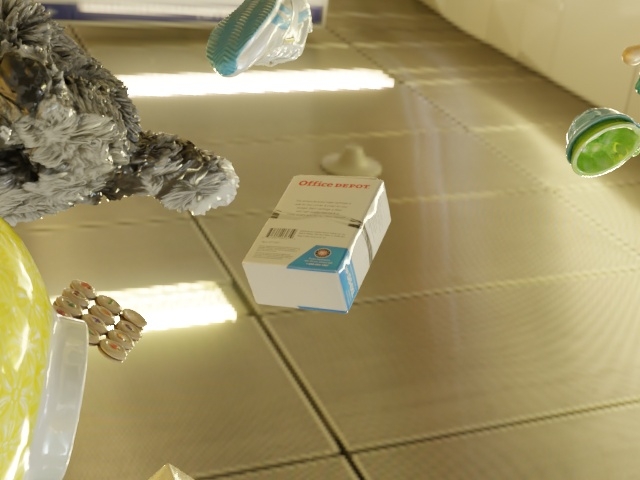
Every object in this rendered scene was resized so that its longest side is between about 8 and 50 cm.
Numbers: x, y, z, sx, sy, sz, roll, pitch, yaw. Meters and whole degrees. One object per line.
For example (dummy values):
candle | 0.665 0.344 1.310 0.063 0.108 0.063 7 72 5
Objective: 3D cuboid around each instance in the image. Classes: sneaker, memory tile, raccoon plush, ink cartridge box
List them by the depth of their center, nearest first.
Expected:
raccoon plush | -0.314 -0.176 1.131 0.446 0.216 0.299 26 -143 -61
memory tile | -0.270 0.095 1.251 0.113 0.012 0.148 34 -167 -6
sneaker | -0.065 -0.256 1.281 0.087 0.092 0.228 -9 -148 29
ink cartridge box | 0.000 0.000 1.478 0.148 0.086 0.203 4 -138 25

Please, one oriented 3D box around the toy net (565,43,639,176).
toy net | 0.315 -0.145 0.902 0.122 0.232 0.045 10 -136 -34

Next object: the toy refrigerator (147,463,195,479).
toy refrigerator | -0.140 0.420 1.388 0.094 0.269 0.102 -42 -143 4

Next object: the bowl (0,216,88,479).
bowl | -0.245 0.099 0.689 0.156 0.289 0.289 11 -156 -19
